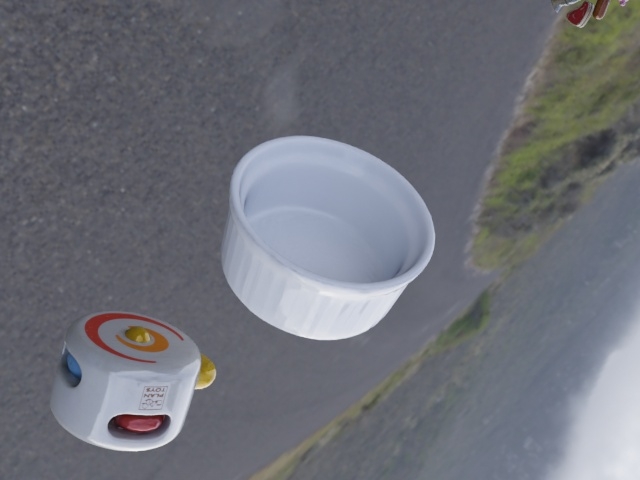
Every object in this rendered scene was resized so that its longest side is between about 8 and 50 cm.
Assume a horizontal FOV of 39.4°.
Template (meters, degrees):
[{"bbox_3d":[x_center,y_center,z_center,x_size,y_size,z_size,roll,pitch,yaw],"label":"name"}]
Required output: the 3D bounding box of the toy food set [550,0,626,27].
[{"bbox_3d":[0.334,-0.301,1.068,0.019,0.078,0.122,3,145,-45],"label":"toy food set"}]

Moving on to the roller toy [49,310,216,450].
[{"bbox_3d":[-0.268,0.188,1.250,0.191,0.209,0.146,-40,150,-71],"label":"roller toy"}]

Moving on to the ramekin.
[{"bbox_3d":[0.000,0.000,1.191,0.277,0.277,0.135,-36,158,-43],"label":"ramekin"}]
